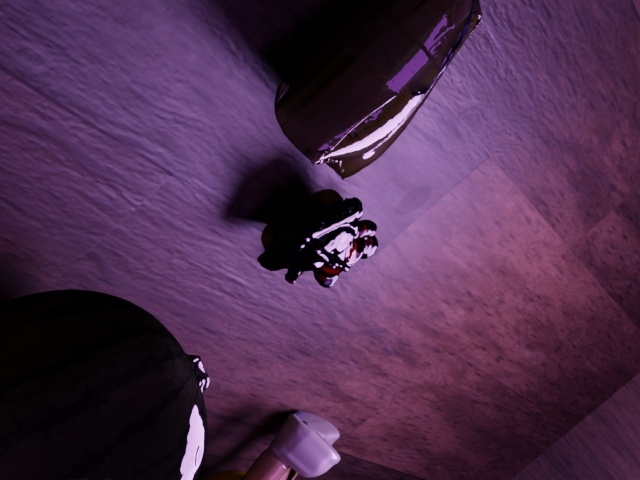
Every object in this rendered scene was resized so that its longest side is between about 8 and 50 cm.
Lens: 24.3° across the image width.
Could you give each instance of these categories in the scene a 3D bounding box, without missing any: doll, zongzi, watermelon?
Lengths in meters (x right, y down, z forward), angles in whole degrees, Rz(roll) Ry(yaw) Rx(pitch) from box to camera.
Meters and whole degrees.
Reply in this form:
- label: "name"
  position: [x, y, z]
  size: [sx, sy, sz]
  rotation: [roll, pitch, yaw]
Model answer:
- label: "doll"
  position: [-0.134, 0.394, 2.114]
  size: [0.423, 0.161, 0.348]
  rotation: [-51, 162, 26]
- label: "zongzi"
  position: [0.073, -0.158, 1.480]
  size: [0.228, 0.115, 0.256]
  rotation: [-44, 162, 3]
- label: "doll"
  position: [-0.003, -0.001, 1.687]
  size: [0.127, 0.088, 0.248]
  rotation: [-62, 163, 2]
- label: "watermelon"
  position: [-0.260, 0.190, 1.422]
  size: [0.359, 0.279, 0.279]
  rotation: [-28, 154, -22]
